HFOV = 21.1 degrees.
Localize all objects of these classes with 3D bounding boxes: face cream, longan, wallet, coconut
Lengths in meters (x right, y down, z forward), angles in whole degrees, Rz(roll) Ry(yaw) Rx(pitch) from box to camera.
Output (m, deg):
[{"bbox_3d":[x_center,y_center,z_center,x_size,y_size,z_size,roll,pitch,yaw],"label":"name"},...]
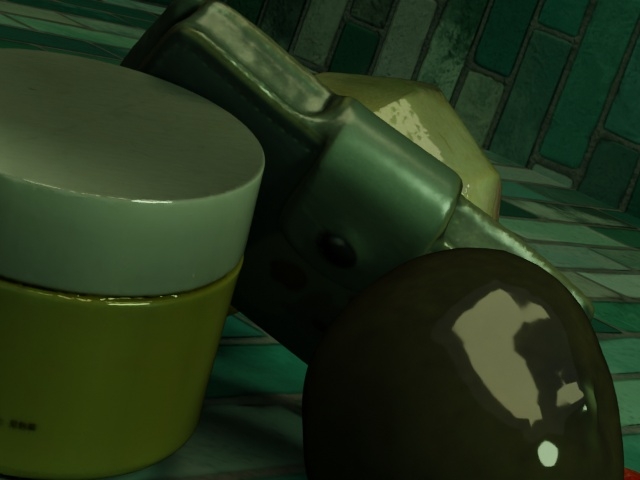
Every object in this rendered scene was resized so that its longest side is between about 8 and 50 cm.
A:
[{"bbox_3d":[-0.157,0.010,1.016,0.218,0.179,0.218,13,23,-6],"label":"face cream"},{"bbox_3d":[0.081,0.115,1.001,0.196,0.196,0.220,12,48,-34],"label":"longan"},{"bbox_3d":[0.000,0.000,1.166,0.360,0.083,0.252,38,-34,-7],"label":"wallet"},{"bbox_3d":[0.033,-0.037,1.555,0.259,0.259,0.259,19,11,-4],"label":"coconut"}]

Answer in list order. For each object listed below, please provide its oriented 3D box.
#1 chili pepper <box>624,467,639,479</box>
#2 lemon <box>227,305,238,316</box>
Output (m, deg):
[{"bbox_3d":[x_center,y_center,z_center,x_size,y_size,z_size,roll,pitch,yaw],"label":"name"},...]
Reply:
[{"bbox_3d":[0.258,0.209,1.278,0.045,0.027,0.178,15,15,-29],"label":"chili pepper"},{"bbox_3d":[-0.112,-0.024,1.357,0.244,0.187,0.187,-22,31,-24],"label":"lemon"}]
